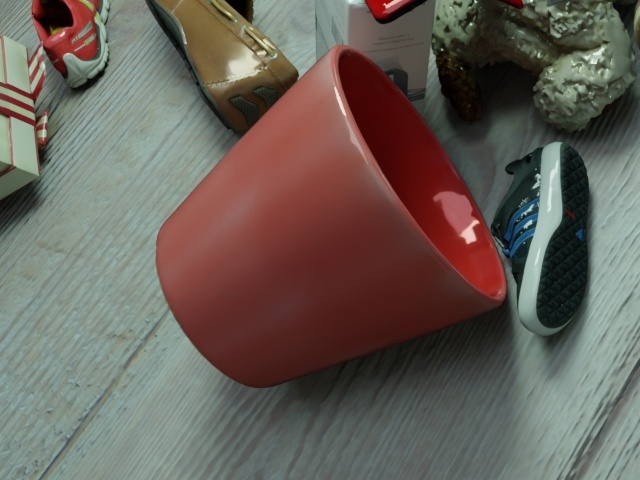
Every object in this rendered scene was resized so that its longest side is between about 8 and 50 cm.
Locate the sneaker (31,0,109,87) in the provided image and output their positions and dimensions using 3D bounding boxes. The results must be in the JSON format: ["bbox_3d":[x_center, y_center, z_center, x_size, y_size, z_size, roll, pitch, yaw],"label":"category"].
[{"bbox_3d":[-0.399,-0.364,1.343,0.107,0.118,0.279,-29,50,7],"label":"sneaker"}]

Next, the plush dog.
[{"bbox_3d":[0.205,-0.253,0.907,0.225,0.211,0.262,-11,51,52],"label":"plush dog"}]

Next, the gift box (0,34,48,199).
[{"bbox_3d":[-0.539,-0.185,1.191,0.255,0.258,0.276,-20,65,27],"label":"gift box"}]

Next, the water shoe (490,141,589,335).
[{"bbox_3d":[0.203,0.003,0.807,0.080,0.073,0.203,-18,44,46],"label":"water shoe"}]

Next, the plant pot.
[{"bbox_3d":[0.000,0.000,0.798,0.243,0.275,0.274,-33,48,20],"label":"plant pot"}]

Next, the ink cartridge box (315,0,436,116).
[{"bbox_3d":[0.051,-0.209,0.917,0.092,0.217,0.158,-9,51,-9],"label":"ink cartridge box"}]

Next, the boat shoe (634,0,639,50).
[{"bbox_3d":[0.458,-0.264,0.808,0.342,0.123,0.123,-19,44,12],"label":"boat shoe"}]

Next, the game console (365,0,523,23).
[{"bbox_3d":[0.099,-0.252,0.803,0.124,0.085,0.144,-29,51,11],"label":"game console"}]

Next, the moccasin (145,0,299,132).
[{"bbox_3d":[-0.143,-0.310,1.152,0.147,0.139,0.380,-35,49,3],"label":"moccasin"}]
